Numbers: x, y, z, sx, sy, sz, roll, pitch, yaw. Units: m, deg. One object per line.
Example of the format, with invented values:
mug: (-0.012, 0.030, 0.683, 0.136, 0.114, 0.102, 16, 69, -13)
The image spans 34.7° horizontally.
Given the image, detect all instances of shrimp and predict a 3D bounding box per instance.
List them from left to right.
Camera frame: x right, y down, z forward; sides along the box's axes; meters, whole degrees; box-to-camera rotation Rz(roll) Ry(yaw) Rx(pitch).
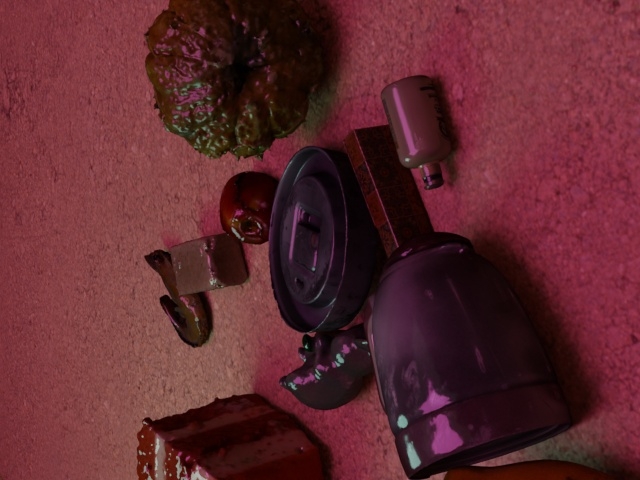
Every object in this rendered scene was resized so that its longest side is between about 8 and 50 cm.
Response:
shrimp: (-0.314, 0.132, 2.254, 0.253, 0.058, 0.173, 49, 144, 34)

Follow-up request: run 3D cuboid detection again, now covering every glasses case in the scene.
glasses case: (0.106, -0.068, 1.566, 0.049, 0.075, 0.218, -38, 68, 56)

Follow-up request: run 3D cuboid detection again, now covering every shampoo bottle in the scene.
shampoo bottle: (0.144, -0.153, 1.483, 0.079, 0.079, 0.162, -26, 77, 55)

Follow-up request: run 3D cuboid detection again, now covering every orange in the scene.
orange: (-0.142, -0.277, 1.659, 0.301, 0.300, 0.223, -71, 23, 6)

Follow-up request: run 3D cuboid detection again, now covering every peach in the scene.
peach: (-0.121, -0.072, 1.879, 0.172, 0.127, 0.092, -100, 16, -47)

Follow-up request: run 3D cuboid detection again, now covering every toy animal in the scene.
toy animal: (0.051, 0.195, 1.705, 0.251, 0.127, 0.125, -33, 50, 44)

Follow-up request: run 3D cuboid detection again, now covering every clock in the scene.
clock: (-0.001, -0.001, 1.688, 0.312, 0.061, 0.313, -178, 90, -64)

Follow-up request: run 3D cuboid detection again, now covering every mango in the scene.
mango: (0.305, 0.354, 1.315, 0.294, 0.120, 0.177, 14, 141, 34)

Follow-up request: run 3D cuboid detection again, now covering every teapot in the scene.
teapot: (0.164, 0.158, 1.424, 0.315, 0.233, 0.312, -45, 55, 52)

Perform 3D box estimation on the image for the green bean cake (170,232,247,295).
green bean cake: (-0.229, 0.048, 2.073, 0.179, 0.085, 0.109, -12, 89, 57)

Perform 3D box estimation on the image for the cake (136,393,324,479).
cake: (-0.165, 0.470, 1.937, 0.319, 0.269, 0.270, 23, 117, 48)
